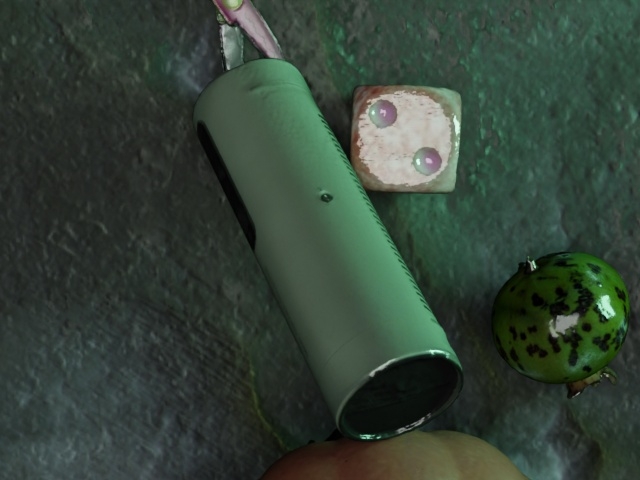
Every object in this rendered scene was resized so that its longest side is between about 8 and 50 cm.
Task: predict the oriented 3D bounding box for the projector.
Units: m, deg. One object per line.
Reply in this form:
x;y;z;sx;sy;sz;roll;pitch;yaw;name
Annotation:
0.000;0.000;1.283;0.108;0.108;0.337;-30;54;3;projector

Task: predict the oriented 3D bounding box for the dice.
0.072;-0.086;1.371;0.094;0.093;0.091;1;92;0;dice

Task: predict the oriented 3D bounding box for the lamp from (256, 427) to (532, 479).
0.049;0.265;1.314;0.306;0.239;0.305;-8;136;-7;lamp

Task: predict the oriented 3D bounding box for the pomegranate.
0.212;0.080;1.371;0.122;0.122;0.161;-29;120;3;pomegranate

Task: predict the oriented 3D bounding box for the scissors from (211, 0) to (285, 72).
-0.080;-0.212;1.407;0.134;0.020;0.187;-20;90;6;scissors
